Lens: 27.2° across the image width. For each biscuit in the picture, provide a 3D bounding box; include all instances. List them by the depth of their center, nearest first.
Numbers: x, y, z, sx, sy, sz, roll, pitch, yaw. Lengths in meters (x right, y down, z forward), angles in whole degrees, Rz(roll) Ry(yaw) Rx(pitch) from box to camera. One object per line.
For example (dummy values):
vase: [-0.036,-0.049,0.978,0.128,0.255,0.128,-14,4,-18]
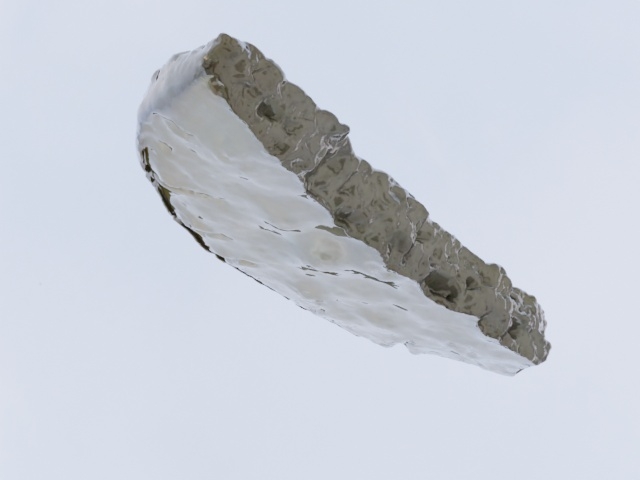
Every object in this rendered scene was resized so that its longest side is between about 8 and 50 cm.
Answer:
biscuit: [-0.001,0.002,0.618,0.290,0.141,0.038,38,-118,-41]
